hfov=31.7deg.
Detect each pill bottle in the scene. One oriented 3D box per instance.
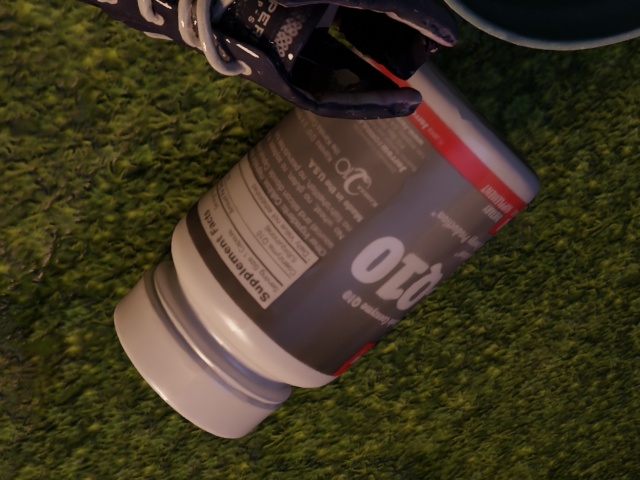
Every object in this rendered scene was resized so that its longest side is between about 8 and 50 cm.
[{"bbox_3d":[0.000,0.000,0.799,0.283,0.161,0.161,-44,136,12],"label":"pill bottle"}]

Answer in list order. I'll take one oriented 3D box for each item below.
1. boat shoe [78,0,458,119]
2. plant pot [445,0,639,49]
[{"bbox_3d":[-0.074,-0.160,0.610,0.340,0.158,0.127,5,125,-34],"label":"boat shoe"},{"bbox_3d":[0.128,-0.277,0.594,0.293,0.196,0.293,-16,135,-16],"label":"plant pot"}]
